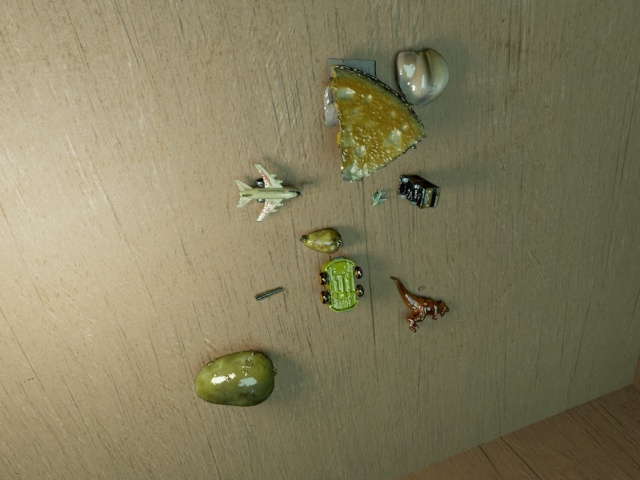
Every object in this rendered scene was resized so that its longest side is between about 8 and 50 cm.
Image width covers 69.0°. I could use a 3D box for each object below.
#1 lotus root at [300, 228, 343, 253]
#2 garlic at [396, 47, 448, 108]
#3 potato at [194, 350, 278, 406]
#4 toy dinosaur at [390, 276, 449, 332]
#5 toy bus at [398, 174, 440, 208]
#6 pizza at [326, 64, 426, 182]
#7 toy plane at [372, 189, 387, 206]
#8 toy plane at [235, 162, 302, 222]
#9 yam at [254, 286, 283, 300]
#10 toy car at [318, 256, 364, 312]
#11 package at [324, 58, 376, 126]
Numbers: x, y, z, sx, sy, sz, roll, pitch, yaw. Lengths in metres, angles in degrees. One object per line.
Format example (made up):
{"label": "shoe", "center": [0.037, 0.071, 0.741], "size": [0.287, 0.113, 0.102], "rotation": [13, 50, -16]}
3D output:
{"label": "lotus root", "center": [0.000, 0.000, 2.011], "size": [0.191, 0.094, 0.108], "rotation": [5, 89, -12]}
{"label": "garlic", "center": [0.411, -0.638, 1.842], "size": [0.217, 0.110, 0.228], "rotation": [-16, 118, -15]}
{"label": "potato", "center": [-0.379, 0.620, 2.094], "size": [0.359, 0.219, 0.269], "rotation": [2, 120, -18]}
{"label": "toy dinosaur", "center": [0.485, 0.349, 2.338], "size": [0.432, 0.097, 0.208], "rotation": [24, 91, -30]}
{"label": "toy bus", "center": [0.424, -0.209, 1.992], "size": [0.114, 0.201, 0.098], "rotation": [-5, 115, -20]}
{"label": "pizza", "center": [0.224, -0.446, 1.774], "size": [0.392, 0.080, 0.435], "rotation": [-7, 95, -20]}
{"label": "toy plane", "center": [0.250, -0.185, 2.040], "size": [0.080, 0.033, 0.083], "rotation": [21, 113, -27]}
{"label": "toy plane", "center": [-0.202, -0.189, 1.840], "size": [0.256, 0.104, 0.242], "rotation": [-6, 113, -16]}
{"label": "yam", "center": [-0.231, 0.236, 2.076], "size": [0.129, 0.033, 0.027], "rotation": [-20, 92, -14]}
{"label": "toy car", "center": [0.080, 0.195, 2.097], "size": [0.200, 0.142, 0.248], "rotation": [-5, 95, -18]}
{"label": "package", "center": [0.119, -0.566, 1.801], "size": [0.204, 0.062, 0.251], "rotation": [-5, 112, -18]}
